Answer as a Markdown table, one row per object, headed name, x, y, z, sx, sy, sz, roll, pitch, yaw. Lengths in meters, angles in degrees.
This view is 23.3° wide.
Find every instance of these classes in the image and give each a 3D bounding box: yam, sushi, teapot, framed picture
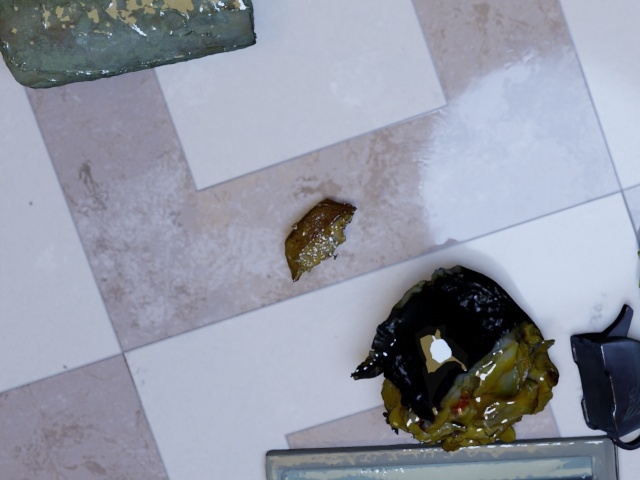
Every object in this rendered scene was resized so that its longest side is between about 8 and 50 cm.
| name | x | y | z | sx | sy | sz | roll | pitch | yaw |
| --- | --- | --- | --- | --- | --- | --- | --- | --- | --- |
| yam | -0.222 | -0.283 | 1.852 | 0.304 | 0.168 | 0.168 | -10 | 97 | 10 |
| sushi | 0.167 | 0.154 | 1.861 | 0.204 | 0.213 | 0.200 | 46 | 125 | 13 |
| teapot | 0.372 | 0.167 | 1.885 | 0.096 | 0.087 | 0.177 | -13 | 97 | -16 |
| sushi | -0.002 | -0.001 | 1.916 | 0.060 | 0.061 | 0.118 | 43 | 111 | 26 |
| framed picture | 0.162 | 0.415 | 1.975 | 0.446 | 0.028 | 0.326 | -4 | 98 | 9 |

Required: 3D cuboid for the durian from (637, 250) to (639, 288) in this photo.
| name | x | y | z | sx | sy | sz | roll | pitch | yaw |
| --- | --- | --- | --- | --- | --- | --- | --- | --- | --- |
| durian | 0.455 | 0.019 | 1.798 | 0.158 | 0.169 | 0.355 | 0 | 92 | 4 |
